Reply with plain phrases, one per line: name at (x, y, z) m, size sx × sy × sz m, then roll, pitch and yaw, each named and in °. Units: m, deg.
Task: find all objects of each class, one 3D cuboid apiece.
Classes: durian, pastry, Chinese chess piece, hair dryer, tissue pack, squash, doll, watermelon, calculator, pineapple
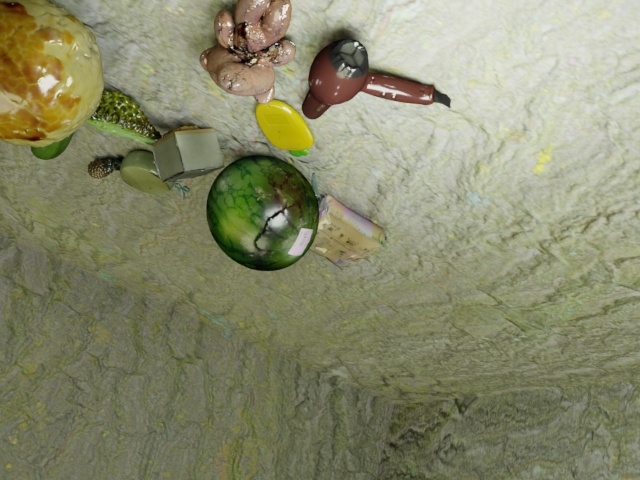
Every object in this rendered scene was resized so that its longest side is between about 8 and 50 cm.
durian at (-0.611, -0.372, 1.835) m, size 0.375 × 0.106 × 0.132 m, roll 23°, pitch 160°, yaw -28°
pastry at (-0.743, -0.416, 1.537) m, size 0.389 × 0.312 × 0.388 m, roll 8°, pitch 117°, yaw 16°
Chinese chess piece at (-0.595, -0.233, 2.153) m, size 0.189 × 0.083 × 0.188 m, roll 12°, pitch 154°, yaw 6°
hair dryer at (0.132, -0.340, 1.461) m, size 0.341 × 0.123 × 0.312 m, roll 11°, pitch 167°, yaw -10°
tissue pack at (0.053, -0.017, 2.050) m, size 0.257 × 0.122 × 0.215 m, roll 27°, pitch 135°, yaw -32°
squash at (-0.888, -0.351, 2.076) m, size 0.107 × 0.107 × 0.395 m, roll 31°, pitch 150°, yaw -24°
doll at (-0.164, -0.425, 1.398) m, size 0.201 × 0.156 × 0.303 m, roll 25°, pitch 150°, yaw -10°
watermelon at (-0.173, -0.082, 1.863) m, size 0.364 × 0.363 × 0.363 m, roll 15°, pitch 155°, yaw 7°
calculator at (-0.097, -0.305, 1.725) m, size 0.146 × 0.032 × 0.235 m, roll 4°, pitch 150°, yaw 28°
pineapple at (-0.754, -0.263, 2.216) m, size 0.159 × 0.074 × 0.074 m, roll -9°, pitch 144°, yaw 30°

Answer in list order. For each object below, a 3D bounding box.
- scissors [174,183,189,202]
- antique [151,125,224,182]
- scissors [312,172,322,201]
scissors at (-0.510, -0.171, 2.291) m, size 0.058 × 0.014 × 0.119 m, roll 20°, pitch 151°, yaw -1°
antique at (-0.398, -0.260, 1.852) m, size 0.152 × 0.147 × 0.147 m, roll -15°, pitch -178°, yaw -43°
scissors at (-0.017, -0.144, 2.017) m, size 0.144 × 0.017 × 0.247 m, roll 5°, pitch 150°, yaw 25°
